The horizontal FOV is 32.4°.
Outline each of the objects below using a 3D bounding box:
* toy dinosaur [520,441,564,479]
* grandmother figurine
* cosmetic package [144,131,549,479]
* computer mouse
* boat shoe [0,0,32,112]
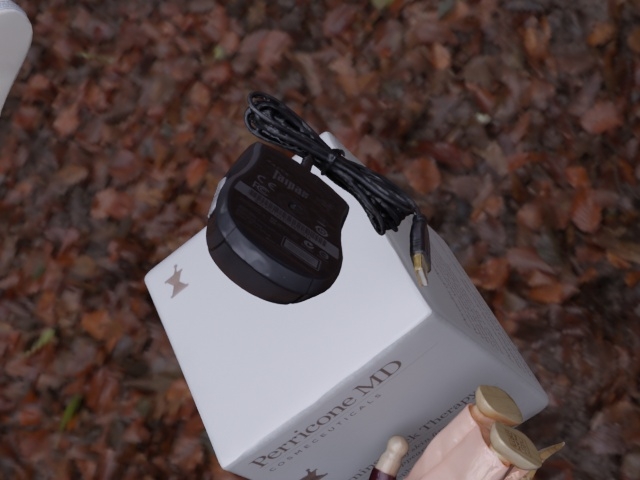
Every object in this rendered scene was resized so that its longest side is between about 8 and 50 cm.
[{"bbox_3d":[0.242,0.315,1.391,0.112,0.064,0.211,41,111,51],"label":"toy dinosaur"},{"bbox_3d":[0.107,0.328,1.297,0.342,0.104,0.208,-46,23,22],"label":"grandmother figurine"},{"bbox_3d":[0.039,0.135,1.499,0.329,0.393,0.327,-38,53,12],"label":"cosmetic package"},{"bbox_3d":[0.000,0.000,0.801,0.060,0.184,0.262,-51,15,24],"label":"computer mouse"},{"bbox_3d":[-0.284,-0.110,0.834,0.063,0.066,0.184,45,117,31],"label":"boat shoe"}]
